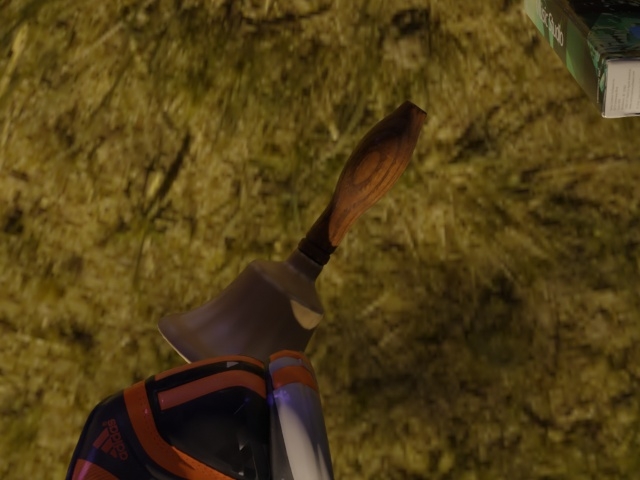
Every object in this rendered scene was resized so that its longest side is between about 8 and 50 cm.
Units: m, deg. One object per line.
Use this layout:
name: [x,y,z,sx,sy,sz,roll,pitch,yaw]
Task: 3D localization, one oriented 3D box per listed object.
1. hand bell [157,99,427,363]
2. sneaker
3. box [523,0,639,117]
hand bell: [0.000,0.000,1.070,0.126,0.126,0.242,34,94,-20]
sneaker: [-0.067,0.227,0.854,0.180,0.124,0.321,-10,96,-2]
box: [0.325,-0.190,1.296,0.232,0.322,0.058,-2,114,-4]
